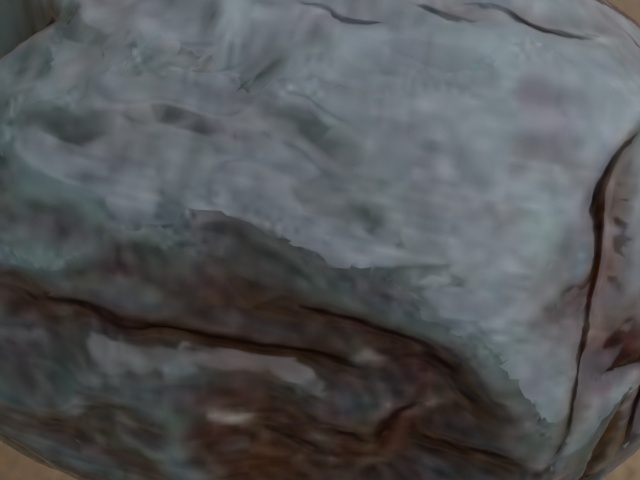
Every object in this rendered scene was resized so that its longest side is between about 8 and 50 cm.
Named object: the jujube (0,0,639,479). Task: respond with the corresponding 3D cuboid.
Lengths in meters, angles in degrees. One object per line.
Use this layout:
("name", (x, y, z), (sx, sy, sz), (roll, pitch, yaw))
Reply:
("jujube", (0.002, -0.008, 0.699), (0.308, 0.246, 0.215), (14, 40, 5))
